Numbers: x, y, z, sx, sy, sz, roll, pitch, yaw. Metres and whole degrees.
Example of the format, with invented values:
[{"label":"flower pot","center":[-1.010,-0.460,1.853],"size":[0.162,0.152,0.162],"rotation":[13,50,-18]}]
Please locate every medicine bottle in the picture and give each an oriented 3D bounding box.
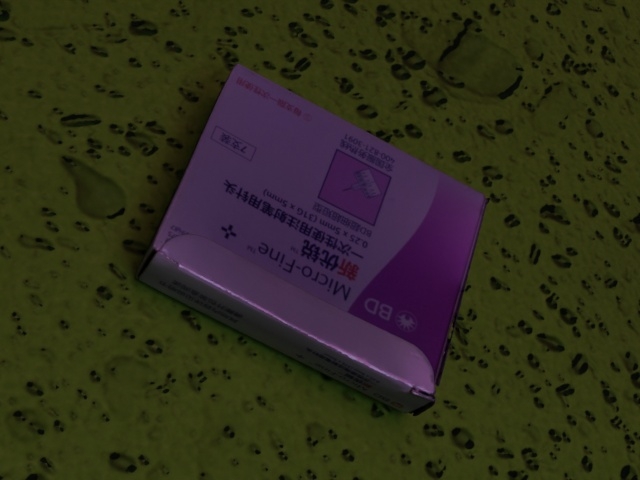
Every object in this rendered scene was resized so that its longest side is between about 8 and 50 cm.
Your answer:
[{"label":"medicine bottle","center":[0.000,0.000,0.863],"size":[0.201,0.052,0.171],"rotation":[28,53,-10]}]
